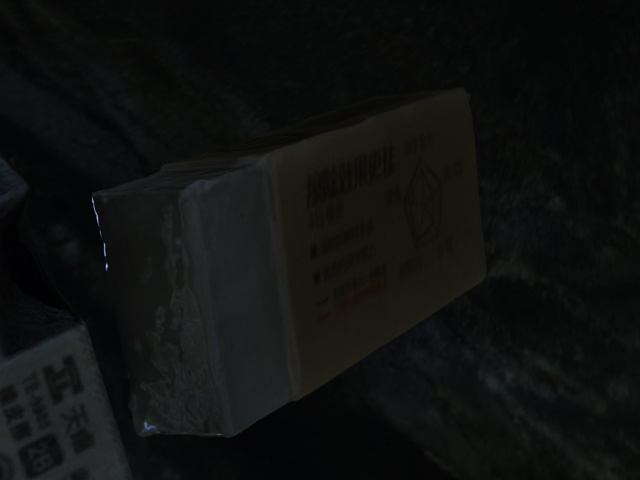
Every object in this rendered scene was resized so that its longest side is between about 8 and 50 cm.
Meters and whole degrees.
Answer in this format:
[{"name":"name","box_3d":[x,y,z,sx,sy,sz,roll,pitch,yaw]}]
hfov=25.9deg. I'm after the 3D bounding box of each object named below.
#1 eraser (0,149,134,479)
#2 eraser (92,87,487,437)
[{"name":"eraser","box_3d":[-0.161,0.140,0.773,0.098,0.096,0.404,-25,-56,-21]},{"name":"eraser","box_3d":[0.000,0.000,0.850,0.078,0.343,0.144,-2,-78,30]}]
